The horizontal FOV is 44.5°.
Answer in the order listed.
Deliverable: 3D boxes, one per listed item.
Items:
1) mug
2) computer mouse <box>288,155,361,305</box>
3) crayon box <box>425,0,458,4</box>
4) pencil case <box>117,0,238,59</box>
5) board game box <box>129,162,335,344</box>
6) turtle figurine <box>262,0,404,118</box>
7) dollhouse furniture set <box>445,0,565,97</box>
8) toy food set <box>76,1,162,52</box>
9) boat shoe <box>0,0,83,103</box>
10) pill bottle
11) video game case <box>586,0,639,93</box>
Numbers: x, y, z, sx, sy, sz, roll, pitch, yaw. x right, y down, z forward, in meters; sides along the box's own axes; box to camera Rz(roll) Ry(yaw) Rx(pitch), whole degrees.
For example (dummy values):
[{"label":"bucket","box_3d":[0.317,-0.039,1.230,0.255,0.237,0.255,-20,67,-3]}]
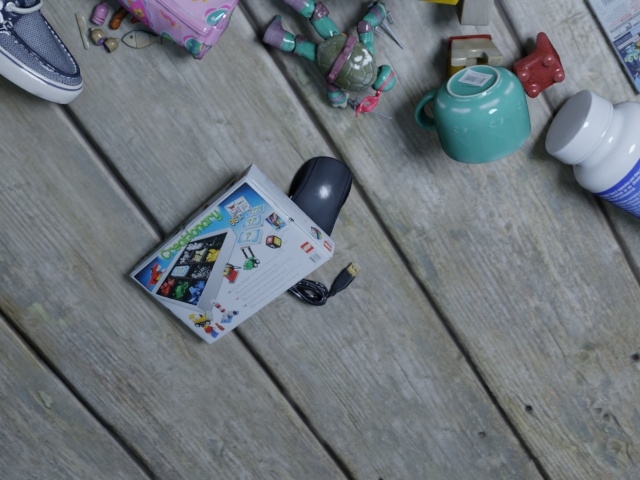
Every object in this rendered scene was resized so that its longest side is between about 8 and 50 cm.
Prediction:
[{"label":"mug","box_3d":[0.211,-0.183,1.105,0.157,0.129,0.097,-15,132,11]},{"label":"computer mouse","box_3d":[0.000,0.000,1.319,0.184,0.060,0.262,30,111,-12]},{"label":"crayon box","box_3d":[-0.016,-0.435,0.928,0.362,0.313,0.106,15,73,23]},{"label":"pencil case","box_3d":[-0.257,-0.380,1.114,0.284,0.124,0.124,33,110,-15]},{"label":"board game box","box_3d":[-0.151,0.032,1.305,0.305,0.053,0.193,-36,109,28]},{"label":"turtle figurine","box_3d":[0.038,-0.282,1.167,0.234,0.118,0.175,32,111,-7]},{"label":"dollhouse furniture set","box_3d":[0.284,-0.379,1.123,0.201,0.152,0.374,-2,132,0]},{"label":"toy food set","box_3d":[-0.309,-0.327,1.193,0.122,0.019,0.078,-8,114,4]},{"label":"boat shoe","box_3d":[-0.449,-0.361,1.117,0.340,0.127,0.158,43,115,-16]},{"label":"pill bottle","box_3d":[0.494,-0.121,1.213,0.272,0.152,0.152,27,112,-12]},{"label":"video game case","box_3d":[0.532,-0.350,1.181,0.201,0.023,0.183,-33,110,13]}]
